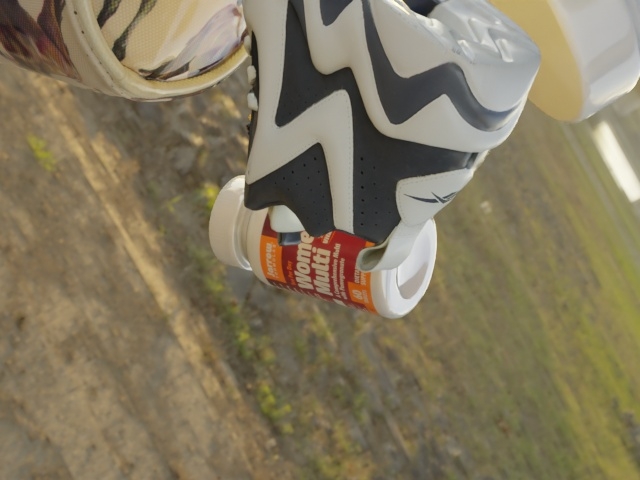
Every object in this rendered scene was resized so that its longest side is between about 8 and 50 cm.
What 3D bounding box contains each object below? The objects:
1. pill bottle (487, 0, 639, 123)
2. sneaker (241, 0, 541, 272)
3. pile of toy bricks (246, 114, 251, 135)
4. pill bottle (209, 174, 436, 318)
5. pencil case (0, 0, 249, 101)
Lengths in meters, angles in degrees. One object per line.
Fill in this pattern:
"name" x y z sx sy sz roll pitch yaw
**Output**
"pill bottle" 0.274 -0.241 0.745 0.210 0.363 0.210 58 -4 6
"sneaker" -0.010 -0.079 0.543 0.094 0.153 0.235 -10 44 -44
"pile of toy bricks" 0.007 -0.077 0.966 0.118 0.105 0.212 60 -4 4
"pill bottle" 0.000 0.000 1.188 0.121 0.221 0.121 -32 128 -52
"pencil case" -0.199 -0.208 0.754 0.410 0.183 0.160 19 -15 43
